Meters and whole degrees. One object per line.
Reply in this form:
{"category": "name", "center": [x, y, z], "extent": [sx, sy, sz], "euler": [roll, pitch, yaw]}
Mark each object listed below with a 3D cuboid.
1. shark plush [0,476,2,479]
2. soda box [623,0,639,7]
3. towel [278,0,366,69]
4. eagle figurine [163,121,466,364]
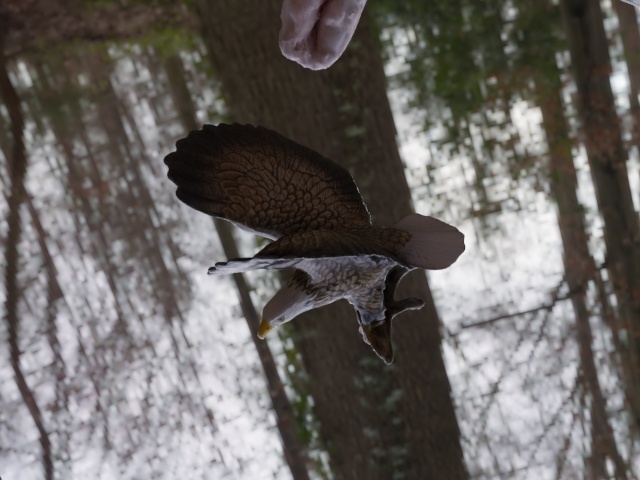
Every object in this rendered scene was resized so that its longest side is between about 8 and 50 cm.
{"category": "shark plush", "center": [-0.279, 0.269, 1.225], "extent": [0.073, 0.161, 0.067], "euler": [-37, -128, -24]}
{"category": "soda box", "center": [0.275, -0.106, 0.604], "extent": [0.286, 0.098, 0.091], "euler": [21, 174, -9]}
{"category": "towel", "center": [0.055, -0.309, 0.847], "extent": [0.053, 0.317, 0.332], "euler": [19, -143, -5]}
{"category": "eagle figurine", "center": [-0.006, 0.009, 1.504], "extent": [0.226, 0.298, 0.225], "euler": [-1, -125, 35]}
